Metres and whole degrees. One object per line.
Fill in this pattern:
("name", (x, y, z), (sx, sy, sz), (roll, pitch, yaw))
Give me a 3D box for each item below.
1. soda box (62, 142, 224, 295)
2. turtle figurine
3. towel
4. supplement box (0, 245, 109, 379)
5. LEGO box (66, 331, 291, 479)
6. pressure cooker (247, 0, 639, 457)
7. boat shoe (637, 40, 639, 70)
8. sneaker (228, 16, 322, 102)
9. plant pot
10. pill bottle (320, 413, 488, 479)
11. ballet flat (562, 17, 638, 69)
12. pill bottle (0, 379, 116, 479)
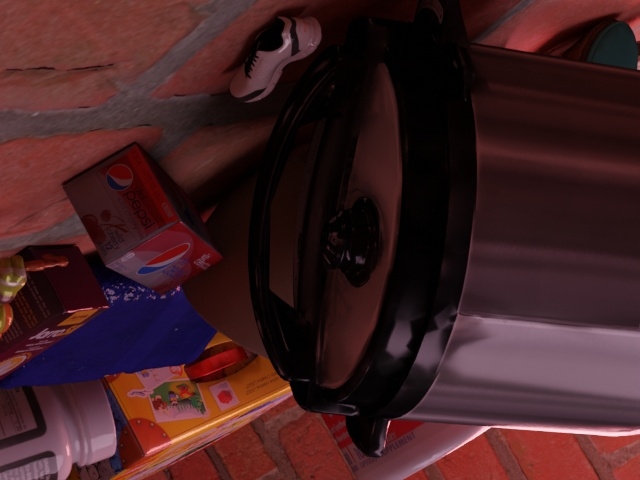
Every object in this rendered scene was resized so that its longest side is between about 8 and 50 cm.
("soda box", (-0.170, -0.014, 1.306), (0.083, 0.092, 0.263), (-31, 171, 0))
("turtle figurine", (-0.371, 0.084, 1.206), (0.269, 0.087, 0.217), (-21, 171, 39))
("towel", (-0.238, 0.089, 1.608), (0.308, 0.076, 0.228), (-4, 146, -46))
("supplement box", (-0.334, 0.087, 1.379), (0.188, 0.081, 0.104), (-33, 170, 15))
("LEGO box", (-0.283, 0.287, 2.285), (0.372, 0.193, 0.500), (-36, 169, 37))
("pressure cooker", (0.141, -0.011, 1.230), (0.420, 0.370, 0.375), (6, 148, -16))
("boat shoe", (0.369, -0.222, 1.881), (0.305, 0.091, 0.109), (-28, 150, -13))
("sneaker", (-0.048, -0.157, 1.107), (0.043, 0.040, 0.109), (4, 145, -45))
("plant pot", (0.000, 0.000, 1.504), (0.284, 0.284, 0.191), (-17, 134, -55))
("pill bottle", (0.067, 0.147, 1.936), (0.229, 0.408, 0.229), (-29, 171, -5))
("ballet flat", (0.338, -0.170, 1.730), (0.124, 0.116, 0.342), (-18, -143, 36))
("pill bottle", (-0.424, 0.264, 1.701), (0.283, 0.161, 0.161), (-16, 166, -25))
